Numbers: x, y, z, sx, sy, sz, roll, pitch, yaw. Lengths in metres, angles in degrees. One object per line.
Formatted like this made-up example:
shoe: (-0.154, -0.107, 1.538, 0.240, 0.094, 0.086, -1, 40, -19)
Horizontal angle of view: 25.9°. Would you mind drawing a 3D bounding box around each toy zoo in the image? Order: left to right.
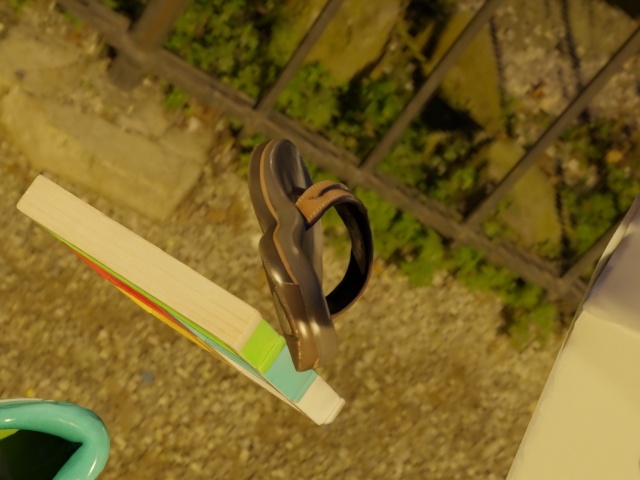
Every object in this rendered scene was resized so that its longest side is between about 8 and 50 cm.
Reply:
toy zoo: (-0.086, 0.059, 1.027, 0.192, 0.293, 0.030, 31, 81, 22)

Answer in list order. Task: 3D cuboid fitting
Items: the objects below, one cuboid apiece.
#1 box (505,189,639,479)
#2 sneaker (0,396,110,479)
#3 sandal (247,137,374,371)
box: (0.183, 0.091, 0.448, 0.232, 0.148, 0.127, 24, 37, 14)
sneaker: (-0.230, 0.130, 0.682, 0.275, 0.110, 0.107, -18, 88, -38)
sandal: (0.000, 0.000, 0.765, 0.219, 0.060, 0.090, -99, 171, -72)
